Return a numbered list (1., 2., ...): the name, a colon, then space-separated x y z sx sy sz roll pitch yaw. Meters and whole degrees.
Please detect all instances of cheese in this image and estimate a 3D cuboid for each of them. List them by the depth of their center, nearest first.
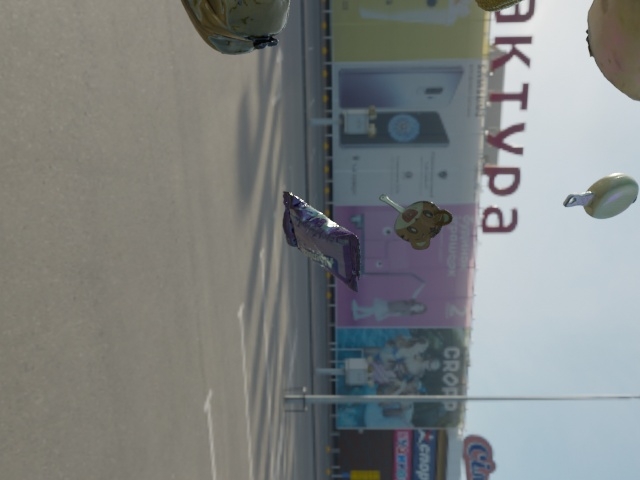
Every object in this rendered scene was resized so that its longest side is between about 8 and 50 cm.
1. cheese: 0.724 -0.111 1.666 0.137 0.227 0.064 106 -34 -41

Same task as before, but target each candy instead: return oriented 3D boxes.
1. candy: 0.000 0.000 1.425 0.275 0.070 0.145 33 -41 41

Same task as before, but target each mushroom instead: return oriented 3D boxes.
1. mushroom: 0.514 -0.302 0.915 0.173 0.236 0.162 37 51 -64

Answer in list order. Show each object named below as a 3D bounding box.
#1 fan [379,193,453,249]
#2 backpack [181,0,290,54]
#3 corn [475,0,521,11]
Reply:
1. fan: 0.249 -0.070 1.805 0.227 0.152 0.008 36 -17 34
2. backpack: -0.205 -0.663 1.601 0.201 0.354 0.378 1 -68 49
3. corn: 0.383 -0.500 1.173 0.305 0.106 0.106 -179 -91 -70
